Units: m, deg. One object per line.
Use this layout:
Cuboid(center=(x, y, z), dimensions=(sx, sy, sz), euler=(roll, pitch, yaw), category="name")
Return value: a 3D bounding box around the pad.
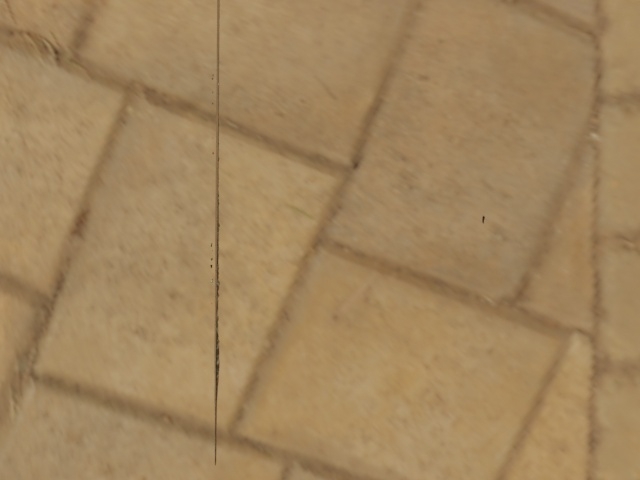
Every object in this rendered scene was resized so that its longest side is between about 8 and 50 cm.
Cuboid(center=(-0.022, 0.002, 0.824), dimensions=(0.055, 0.323, 0.250), euler=(-6, 110, -21), category="pad")
